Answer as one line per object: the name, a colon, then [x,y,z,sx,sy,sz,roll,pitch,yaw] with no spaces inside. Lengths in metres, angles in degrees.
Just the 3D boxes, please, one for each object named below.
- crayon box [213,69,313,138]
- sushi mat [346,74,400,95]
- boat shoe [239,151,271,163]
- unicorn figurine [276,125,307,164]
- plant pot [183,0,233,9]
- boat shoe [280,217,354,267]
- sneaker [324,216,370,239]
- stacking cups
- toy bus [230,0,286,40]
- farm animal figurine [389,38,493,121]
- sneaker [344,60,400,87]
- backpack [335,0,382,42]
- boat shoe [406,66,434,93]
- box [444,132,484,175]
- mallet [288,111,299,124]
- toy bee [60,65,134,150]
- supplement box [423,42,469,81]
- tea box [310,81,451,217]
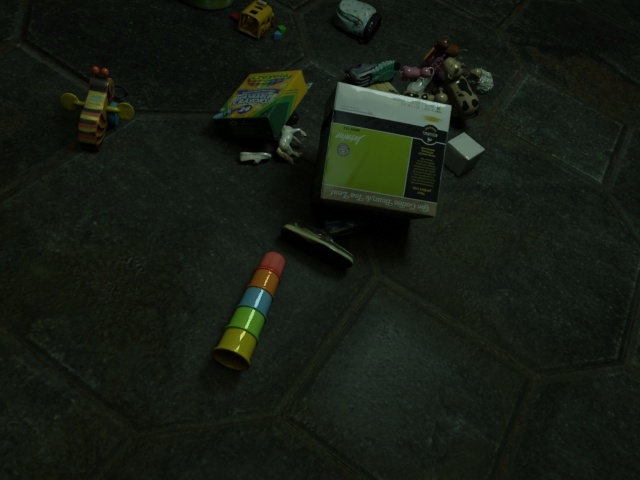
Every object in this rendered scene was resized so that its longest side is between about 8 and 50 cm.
crayon box: [-0.180,-0.458,1.668,0.203,0.083,0.322,4,46,25]
sushi mat: [0.240,-0.546,1.936,0.152,0.019,0.316,-23,64,-29]
boat shoe: [-0.202,-0.254,1.598,0.100,0.035,0.035,0,82,-20]
unicorn figurine: [-0.105,-0.330,1.644,0.111,0.060,0.161,21,52,-20]
plant pot: [-0.431,-1.099,1.952,0.367,0.352,0.366,7,52,-10]
boat shoe: [-0.001,0.000,1.432,0.224,0.080,0.073,25,57,10]
sneaker: [0.078,-0.045,1.504,0.144,0.053,0.059,-9,55,-22]
stacking cups: [-0.157,0.164,1.269,0.096,0.096,0.316,23,49,2]
toy bus: [-0.238,-0.879,2.000,0.191,0.104,0.202,-13,59,-23]
farm animal figurine: [0.455,-0.554,1.843,0.327,0.172,0.330,37,83,-20]
sneaker: [0.201,-0.652,1.942,0.224,0.083,0.098,-26,60,-31]
backpack: [0.152,-0.921,2.130,0.182,0.115,0.152,27,55,9]
boat shoe: [0.396,-0.621,2.006,0.066,0.063,0.184,38,54,13]
box: [0.488,-0.298,1.777,0.101,0.087,0.102,-31,68,-32]
mallet: [-0.155,-0.387,1.708,0.190,0.039,0.062,-37,73,-28]
toy bee: [-0.662,-0.420,1.513,0.196,0.162,0.298,-10,58,-20]
supplement box: [0.514,-0.688,2.056,0.104,0.081,0.188,3,49,-46]
tea box: [0.164,-0.241,1.479,0.330,0.220,0.323,10,89,-9]
